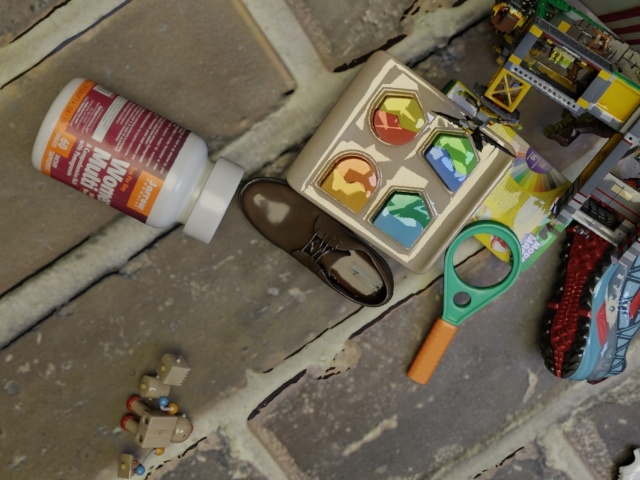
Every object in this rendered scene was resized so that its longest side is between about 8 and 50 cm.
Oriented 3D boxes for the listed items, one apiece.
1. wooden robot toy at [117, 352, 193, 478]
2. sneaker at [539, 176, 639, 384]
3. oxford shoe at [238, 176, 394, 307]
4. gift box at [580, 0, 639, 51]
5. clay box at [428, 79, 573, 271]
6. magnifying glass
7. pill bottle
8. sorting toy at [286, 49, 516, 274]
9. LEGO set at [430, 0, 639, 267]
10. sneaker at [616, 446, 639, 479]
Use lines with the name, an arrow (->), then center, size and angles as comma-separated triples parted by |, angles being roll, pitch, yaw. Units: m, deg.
wooden robot toy -> -0.195, 0.222, 1.138 | 0.079, 0.076, 0.173 | 14, 99, -41
sneaker -> 0.365, 0.052, 1.136 | 0.125, 0.104, 0.262 | 15, 97, -28
oxford shoe -> 0.000, 0.000, 1.091 | 0.227, 0.096, 0.083 | 34, 97, -6
gift box -> 0.456, -0.320, 0.990 | 0.276, 0.258, 0.255 | 34, 95, -7
clay box -> 0.203, -0.076, 1.112 | 0.222, 0.053, 0.127 | 41, 98, -10
magnifying glass -> 0.170, 0.079, 1.121 | 0.092, 0.026, 0.231 | 25, 112, -3
pill bottle -> -0.207, -0.088, 1.050 | 0.221, 0.121, 0.121 | 27, 96, -7
sorting toy -> 0.094, -0.086, 1.061 | 0.208, 0.038, 0.193 | 35, 102, -7
LEGO set -> 0.287, -0.124, 1.027 | 0.331, 0.255, 0.192 | 29, 121, -9
sneaker -> 0.404, 0.321, 1.198 | 0.043, 0.040, 0.109 | 33, 92, 9
